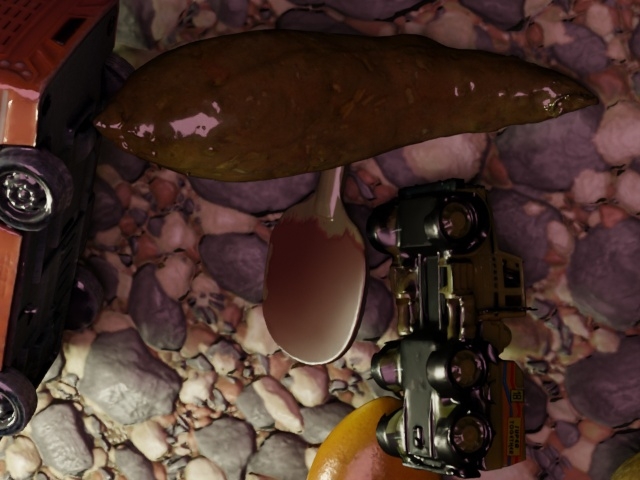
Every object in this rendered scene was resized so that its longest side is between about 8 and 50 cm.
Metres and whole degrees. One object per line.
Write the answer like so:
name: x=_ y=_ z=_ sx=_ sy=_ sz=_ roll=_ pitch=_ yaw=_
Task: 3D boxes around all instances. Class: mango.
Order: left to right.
mango: x=0.053 y=0.247 z=1.383 sx=0.141 sy=0.102 sz=0.217 roll=10 pitch=111 yaw=5

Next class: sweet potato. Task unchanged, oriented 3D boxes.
sweet potato: x=0.018 y=-0.119 z=1.245 sx=0.423 sy=0.130 sz=0.130 roll=-4 pitch=106 yaw=-10

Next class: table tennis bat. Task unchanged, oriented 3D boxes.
table tennis bat: x=0.000 y=0.000 z=1.341 sx=0.131 sy=0.022 sz=0.234 roll=21 pitch=105 yaw=42

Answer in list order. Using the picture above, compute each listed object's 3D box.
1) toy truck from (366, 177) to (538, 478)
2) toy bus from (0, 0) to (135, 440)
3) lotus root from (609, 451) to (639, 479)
toy truck: x=0.123 y=0.075 z=1.291 sx=0.127 sy=0.127 sz=0.257 roll=-6 pitch=89 yaw=-26
toy bus: x=-0.314 y=-0.025 z=1.295 sx=0.233 sy=0.203 sz=0.426 roll=20 pitch=126 yaw=3
lotus root: x=0.374 y=0.232 z=1.282 sx=0.260 sy=0.128 sz=0.145 roll=-12 pitch=116 yaw=23
